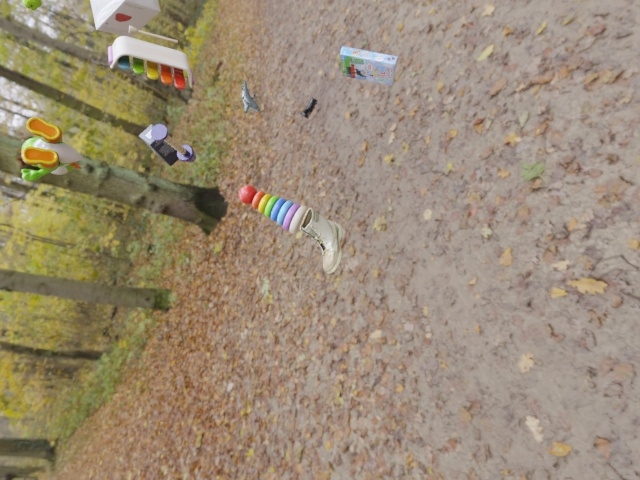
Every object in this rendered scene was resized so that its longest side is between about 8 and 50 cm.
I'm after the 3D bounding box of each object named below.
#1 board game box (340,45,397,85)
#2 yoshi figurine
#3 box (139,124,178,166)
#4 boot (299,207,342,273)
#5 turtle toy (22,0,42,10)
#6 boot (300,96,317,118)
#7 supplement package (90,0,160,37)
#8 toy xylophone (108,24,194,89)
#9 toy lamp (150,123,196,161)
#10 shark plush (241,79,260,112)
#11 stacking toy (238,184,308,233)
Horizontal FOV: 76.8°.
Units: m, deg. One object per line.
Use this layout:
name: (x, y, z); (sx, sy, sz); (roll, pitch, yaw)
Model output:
board game box: (0.188, -0.680, 1.581); (0.160, 0.212, 0.039); (47, -123, -80)
yoshi figurine: (-1.014, -0.324, 1.468); (0.204, 0.202, 0.362); (-37, 13, -21)
box: (-0.798, -0.476, 2.024); (0.093, 0.158, 0.156); (-47, 50, -10)
boot: (0.000, 0.000, 1.445); (0.077, 0.165, 0.213); (-25, 46, 40)
turtle toy: (-0.769, -0.688, 1.079); (0.130, 0.066, 0.095); (-59, 6, 18)
boot: (-0.053, -0.644, 1.961); (0.099, 0.045, 0.121); (-59, 4, 17)
supplement package: (-0.915, -1.109, 1.884); (0.293, 0.178, 0.175); (-8, 93, 40)
toy xylophone: (-0.653, -0.721, 1.590); (0.081, 0.323, 0.236); (-51, 39, 43)
toy lamp: (-0.609, -0.401, 1.710); (0.274, 0.080, 0.080); (55, -131, -77)
shark plush: (-0.346, -0.703, 1.976); (0.073, 0.067, 0.161); (-84, -14, -60)
stacking toy: (-0.230, -0.157, 1.858); (0.141, 0.331, 0.141); (-62, -7, -14)
